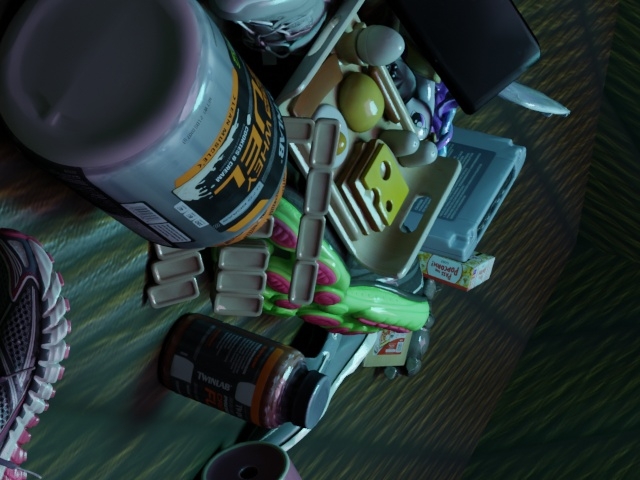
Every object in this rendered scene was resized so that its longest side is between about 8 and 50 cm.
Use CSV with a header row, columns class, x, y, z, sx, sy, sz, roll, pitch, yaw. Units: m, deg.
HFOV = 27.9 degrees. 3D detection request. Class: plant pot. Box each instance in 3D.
class,x,y,z,sx,sy,sz,roll,pitch,yaw
plant pot,-0.089,0.395,1.843,0.201,0.201,0.180,-49,135,-48

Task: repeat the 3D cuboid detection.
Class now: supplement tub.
class,x,y,z,sx,sy,sz,roll,pitch,yaw
supplement tub,-0.090,0.166,1.582,0.106,0.198,0.106,-53,153,-42
supplement tub,-0.145,-0.105,1.180,0.193,0.193,0.316,-68,162,-8

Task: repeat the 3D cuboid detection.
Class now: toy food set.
class,x,y,z,sx,sy,sz,roll,pitch,yaw
toy food set,0.072,-0.133,1.559,0.306,0.092,0.220,59,45,-34

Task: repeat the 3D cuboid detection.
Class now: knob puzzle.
class,x,y,z,sx,sy,sz,roll,pitch,yaw
knob puzzle,0.130,0.139,2.419,0.213,0.030,0.213,-32,130,-49

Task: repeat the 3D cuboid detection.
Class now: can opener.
class,x,y,z,sx,sy,sz,roll,pitch,yaw
can opener,-0.060,-0.190,1.573,0.059,0.073,0.186,52,44,-21

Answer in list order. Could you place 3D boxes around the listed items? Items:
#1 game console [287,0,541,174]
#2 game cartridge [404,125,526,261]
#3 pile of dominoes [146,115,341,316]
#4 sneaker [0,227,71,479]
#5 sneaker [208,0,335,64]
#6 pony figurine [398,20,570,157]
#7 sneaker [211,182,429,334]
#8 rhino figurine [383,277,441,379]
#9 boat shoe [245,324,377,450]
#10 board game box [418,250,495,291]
class,x,y,z,sx,sy,sz,roll,pitch,yaw
game console,0.102,-0.213,1.689,0.361,0.044,0.213,-40,116,1
game cartridge,0.204,-0.087,2.161,0.297,0.198,0.062,-54,146,-41
pile of dominoes,-0.092,-0.033,1.471,0.040,0.196,0.251,-113,-150,-62
sneaker,-0.300,0.135,1.108,0.112,0.121,0.299,17,84,-41
sneaker,-0.046,-0.250,1.453,0.281,0.105,0.115,-21,127,-67
pony figurine,0.178,-0.279,1.868,0.351,0.303,0.363,-16,110,-56
sneaker,0.000,0.000,1.724,0.483,0.185,0.202,31,55,-62
rhino figurine,0.189,0.161,2.553,0.106,0.073,0.243,26,80,-78
boat shoe,-0.032,0.213,2.000,0.099,0.116,0.319,52,54,-15
board game box,0.191,0.028,2.245,0.147,0.193,0.045,-17,123,-67
